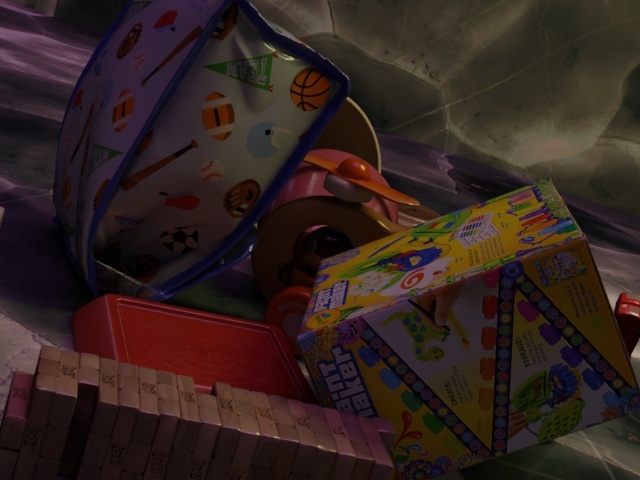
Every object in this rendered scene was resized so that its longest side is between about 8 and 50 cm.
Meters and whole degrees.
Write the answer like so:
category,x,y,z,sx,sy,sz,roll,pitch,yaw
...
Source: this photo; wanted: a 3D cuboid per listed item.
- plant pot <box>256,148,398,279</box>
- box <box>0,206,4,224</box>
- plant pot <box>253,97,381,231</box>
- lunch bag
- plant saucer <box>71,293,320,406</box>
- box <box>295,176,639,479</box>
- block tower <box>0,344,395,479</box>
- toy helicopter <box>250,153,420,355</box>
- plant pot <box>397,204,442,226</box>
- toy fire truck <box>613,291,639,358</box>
category,x,y,z,sx,sy,sz,roll,pitch,yaw
plant pot,0.000,0.000,1.576,0.201,0.201,0.180,18,30,1
box,-0.404,0.023,1.158,0.114,0.103,0.203,16,15,-7
plant pot,-0.082,-0.121,1.866,0.257,0.256,0.274,9,0,-30
lunch bag,-0.184,-0.122,1.423,0.239,0.385,0.328,33,5,-29
plant saucer,-0.124,0.131,1.204,0.259,0.047,0.259,13,16,-18
box,0.145,0.085,1.170,0.279,0.177,0.290,-20,12,10
block tower,-0.099,0.177,0.976,0.336,0.091,0.097,13,16,-14
toy helicopter,0.087,-0.002,1.382,0.355,0.234,0.140,-7,10,14
plant pot,0.132,-0.001,1.862,0.237,0.109,0.237,17,15,-5
toy fire truck,0.432,0.132,1.667,0.047,0.192,0.135,19,43,7
